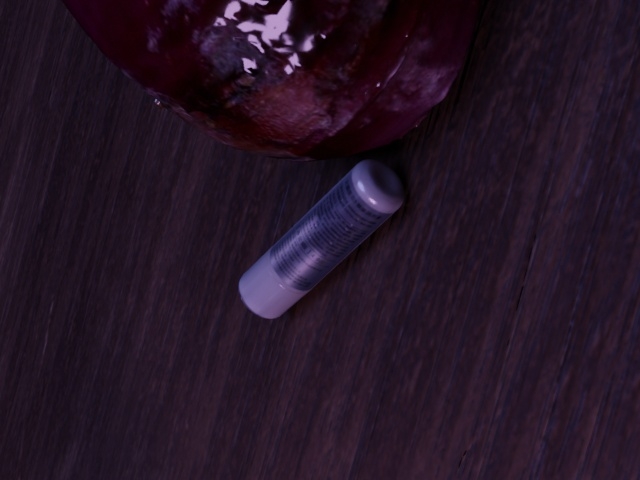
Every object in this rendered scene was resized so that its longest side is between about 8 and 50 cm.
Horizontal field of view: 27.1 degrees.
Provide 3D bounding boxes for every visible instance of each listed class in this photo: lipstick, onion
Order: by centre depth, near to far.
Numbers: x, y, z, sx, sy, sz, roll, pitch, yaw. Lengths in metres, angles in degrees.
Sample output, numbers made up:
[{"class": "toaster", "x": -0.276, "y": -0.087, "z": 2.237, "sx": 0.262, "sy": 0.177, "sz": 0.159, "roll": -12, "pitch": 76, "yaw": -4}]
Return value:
[{"class": "onion", "x": -0.053, "y": -0.222, "z": 0.835, "sx": 0.282, "sy": 0.260, "sz": 0.337, "roll": -40, "pitch": 48, "yaw": 34}, {"class": "lipstick", "x": 0.000, "y": 0.000, "z": 0.865, "sx": 0.141, "sy": 0.040, "sz": 0.040, "roll": -42, "pitch": 47, "yaw": 38}]
